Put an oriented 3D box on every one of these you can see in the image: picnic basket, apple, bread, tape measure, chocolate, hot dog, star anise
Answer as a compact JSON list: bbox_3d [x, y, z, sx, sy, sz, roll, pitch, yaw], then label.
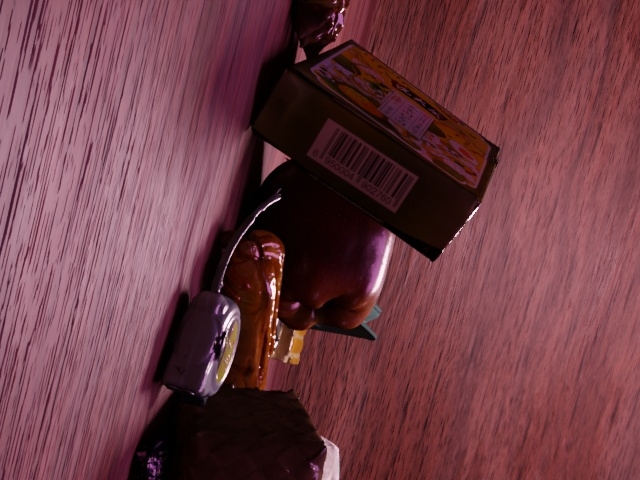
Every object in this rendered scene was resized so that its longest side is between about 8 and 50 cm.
[{"bbox_3d":[-0.130,0.395,1.410,0.291,0.254,0.321,-134,-125,-75],"label":"picnic basket"},{"bbox_3d":[0.000,0.000,1.722,0.288,0.288,0.316,98,-2,-65],"label":"apple"},{"bbox_3d":[-0.096,0.214,2.561,0.246,0.111,0.239,59,42,-81],"label":"bread"},{"bbox_3d":[-0.143,0.073,1.349,0.164,0.084,0.330,102,5,-69],"label":"tape measure"},{"bbox_3d":[-0.238,0.335,1.271,0.072,0.070,0.147,68,26,-68],"label":"chocolate"},{"bbox_3d":[-0.131,0.126,1.549,0.348,0.117,0.158,99,1,-48],"label":"hot dog"},{"bbox_3d":[0.020,-0.451,1.605,0.349,0.109,0.292,102,-4,-48],"label":"star anise"}]

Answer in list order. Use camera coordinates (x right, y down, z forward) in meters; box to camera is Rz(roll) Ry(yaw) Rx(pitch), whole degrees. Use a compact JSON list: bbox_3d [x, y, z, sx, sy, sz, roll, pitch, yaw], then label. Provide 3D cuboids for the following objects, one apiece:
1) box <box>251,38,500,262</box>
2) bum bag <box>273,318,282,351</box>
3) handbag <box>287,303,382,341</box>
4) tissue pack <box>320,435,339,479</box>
[{"bbox_3d":[0.115,-0.175,1.638,0.138,0.373,0.420,-56,177,24],"label":"box"},{"bbox_3d":[-0.126,0.175,2.056,0.144,0.095,0.340,48,54,-68],"label":"bum bag"},{"bbox_3d":[0.002,0.167,2.285,0.326,0.239,0.089,42,54,-64],"label":"handbag"},{"bbox_3d":[-0.125,0.568,1.918,0.356,0.194,0.266,-51,-171,18],"label":"tissue pack"}]
